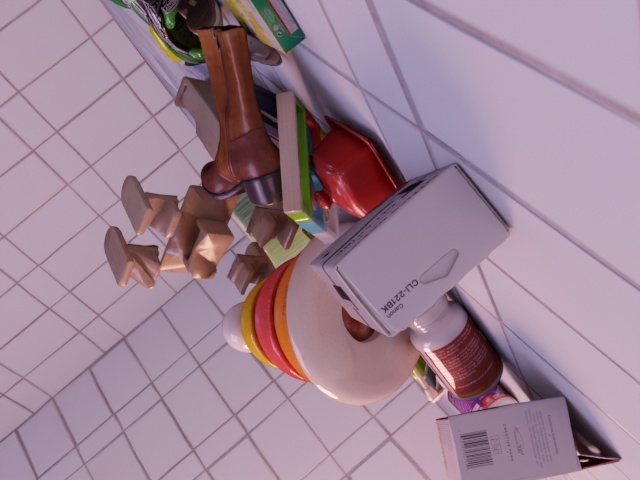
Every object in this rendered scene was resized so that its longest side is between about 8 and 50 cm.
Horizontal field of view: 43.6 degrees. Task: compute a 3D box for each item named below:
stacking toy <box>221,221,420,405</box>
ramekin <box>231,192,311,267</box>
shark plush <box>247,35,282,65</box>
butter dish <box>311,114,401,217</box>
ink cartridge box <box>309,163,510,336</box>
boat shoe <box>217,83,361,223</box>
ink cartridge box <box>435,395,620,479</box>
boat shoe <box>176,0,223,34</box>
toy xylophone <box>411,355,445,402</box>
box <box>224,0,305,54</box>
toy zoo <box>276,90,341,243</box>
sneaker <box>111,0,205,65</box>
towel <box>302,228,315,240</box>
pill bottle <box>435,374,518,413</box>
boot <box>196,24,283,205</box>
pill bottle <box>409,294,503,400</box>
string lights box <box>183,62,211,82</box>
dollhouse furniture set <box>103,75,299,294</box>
[{"bbox_3d":[-0.050,0.159,1.681,0.480,0.350,0.350,-10,126,49],"label":"stacking toy"},{"bbox_3d":[-0.145,-0.072,2.085,0.303,0.148,0.303,50,175,6],"label":"ramekin"},{"bbox_3d":[-0.112,-0.315,1.347,0.067,0.073,0.161,20,180,-20],"label":"shark plush"},{"bbox_3d":[0.041,-0.095,1.254,0.160,0.118,0.160,53,173,-35],"label":"butter dish"},{"bbox_3d":[0.105,0.013,1.064,0.114,0.197,0.273,50,174,-5],"label":"ink cartridge box"},{"bbox_3d":[-0.038,-0.165,1.536,0.340,0.127,0.158,33,-133,-35],"label":"boat shoe"},{"bbox_3d":[0.366,0.366,1.473,0.309,0.271,0.130,76,-176,-76],"label":"ink cartridge box"},{"bbox_3d":[-0.204,-0.404,1.462,0.072,0.068,0.190,39,-168,-36],"label":"boat shoe"},{"bbox_3d":[0.221,0.264,1.971,0.323,0.081,0.236,55,-152,-5],"label":"toy xylophone"},{"bbox_3d":[-0.097,-0.335,1.147,0.105,0.043,0.179,53,172,-37],"label":"box"},{"bbox_3d":[-0.011,-0.106,1.337,0.293,0.030,0.192,36,-132,-72],"label":"toy zoo"},{"bbox_3d":[-0.322,-0.489,1.566,0.343,0.134,0.146,43,171,-26],"label":"sneaker"},{"bbox_3d":[0.000,0.000,1.855,0.102,0.021,0.237,43,-177,-4],"label":"towel"},{"bbox_3d":[0.351,0.349,1.818,0.193,0.108,0.108,43,171,48],"label":"pill bottle"},{"bbox_3d":[-0.161,-0.204,1.300,0.264,0.096,0.280,23,133,63],"label":"boot"},{"bbox_3d":[0.249,0.194,1.532,0.216,0.121,0.121,52,174,-22],"label":"pill bottle"},{"bbox_3d":[-0.200,-0.318,1.867,0.133,0.077,0.260,42,171,49],"label":"string lights box"},{"bbox_3d":[-0.246,-0.110,1.733,0.362,0.394,0.256,6,-147,-34],"label":"dollhouse furniture set"}]
